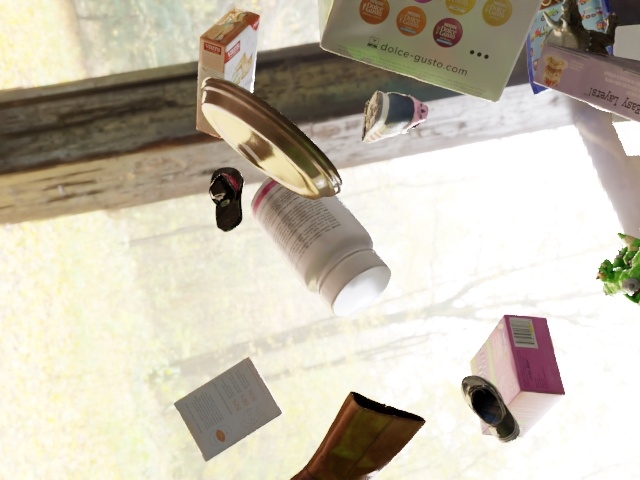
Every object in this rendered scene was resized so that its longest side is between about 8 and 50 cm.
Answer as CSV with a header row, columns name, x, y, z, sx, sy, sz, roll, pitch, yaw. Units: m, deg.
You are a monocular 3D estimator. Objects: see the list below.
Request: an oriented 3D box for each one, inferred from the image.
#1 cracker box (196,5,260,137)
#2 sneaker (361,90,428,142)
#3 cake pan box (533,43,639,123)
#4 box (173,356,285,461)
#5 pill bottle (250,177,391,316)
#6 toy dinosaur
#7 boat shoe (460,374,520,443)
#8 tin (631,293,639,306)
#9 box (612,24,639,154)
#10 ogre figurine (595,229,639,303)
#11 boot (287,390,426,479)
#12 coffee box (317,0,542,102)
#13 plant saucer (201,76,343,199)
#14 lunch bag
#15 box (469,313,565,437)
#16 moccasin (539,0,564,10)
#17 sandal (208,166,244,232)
name,x,y,z,sx,sy,sz,roll,pitch,yaw
cracker box,-0.198,-0.359,1.650,0.232,0.067,0.156,100,16,-45
sneaker,0.175,-0.292,1.890,0.319,0.131,0.112,-136,-128,-84
cake pan box,0.489,-0.213,1.116,0.267,0.245,0.070,41,-54,50
box,-0.174,0.326,1.489,0.130,0.170,0.091,58,-6,12
pill bottle,0.000,0.000,1.468,0.283,0.160,0.160,51,-24,32
toy dinosaur,0.512,-0.311,1.421,0.313,0.160,0.121,55,-26,-11
boat shoe,0.366,0.361,1.728,0.076,0.080,0.228,50,7,-27
tin,0.774,0.069,1.781,0.040,0.106,0.190,24,-75,53
box,0.775,-0.337,1.768,0.345,0.168,0.215,13,78,-63
ogre figurine,0.572,0.047,1.416,0.118,0.097,0.197,-60,-168,-6
boot,0.081,0.392,1.285,0.280,0.264,0.096,-56,-158,12
coffee box,0.200,-0.501,1.399,0.338,0.337,0.334,-91,-162,-61
plant saucer,-0.084,-0.151,1.220,0.278,0.041,0.278,36,-9,6
lunch bag,0.667,-0.513,2.052,0.138,0.221,0.293,52,38,-33
box,0.479,0.337,1.910,0.243,0.117,0.213,108,-16,-50
moccasin,0.679,-0.712,2.314,0.139,0.147,0.380,29,-30,47
sandal,-0.173,-0.086,1.391,0.040,0.067,0.179,51,15,-37
